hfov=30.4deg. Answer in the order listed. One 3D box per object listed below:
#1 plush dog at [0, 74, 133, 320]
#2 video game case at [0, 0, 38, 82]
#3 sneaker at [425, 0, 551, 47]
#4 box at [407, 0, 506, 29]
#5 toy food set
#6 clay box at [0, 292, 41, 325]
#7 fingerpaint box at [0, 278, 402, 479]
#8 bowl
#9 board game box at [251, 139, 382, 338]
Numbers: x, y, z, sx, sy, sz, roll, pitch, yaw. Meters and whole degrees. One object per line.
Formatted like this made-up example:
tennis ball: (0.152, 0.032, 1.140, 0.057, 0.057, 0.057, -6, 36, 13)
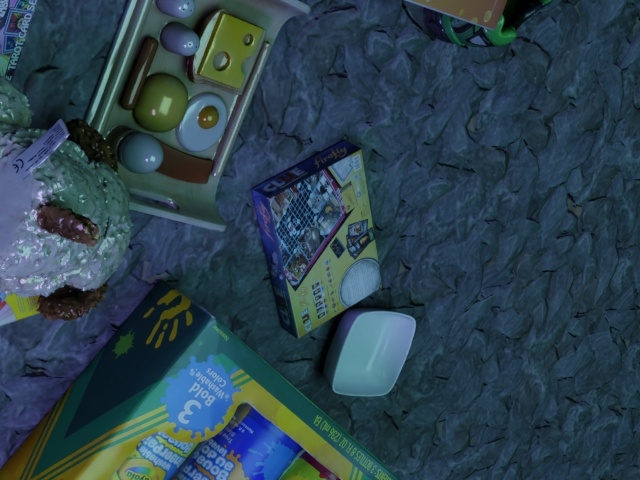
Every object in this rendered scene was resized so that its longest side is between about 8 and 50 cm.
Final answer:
plush dog: (-0.277, -0.027, 1.248, 0.225, 0.211, 0.262, 12, 89, -70)
video game case: (-0.378, -0.248, 1.170, 0.210, 0.042, 0.232, 0, 121, -51)
sneaker: (0.308, -0.399, 1.652, 0.343, 0.146, 0.134, -53, 135, -7)
box: (0.101, -0.403, 1.412, 0.345, 0.168, 0.215, 2, 112, -53)
toy food set: (-0.147, -0.174, 1.413, 0.220, 0.092, 0.306, 14, 102, -44)
clay box: (-0.378, 0.035, 1.303, 0.222, 0.053, 0.127, -18, 96, -40)
fingerpaint box: (-0.156, 0.337, 1.577, 0.371, 0.163, 0.445, -50, 125, -9)
bowl: (0.068, 0.164, 1.803, 0.142, 0.053, 0.142, 9, 106, -43)
board game box: (0.000, 0.000, 1.667, 0.165, 0.042, 0.243, -29, 128, -27)
